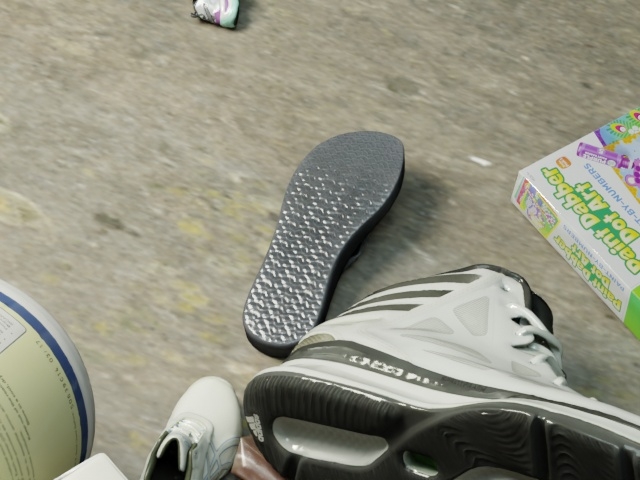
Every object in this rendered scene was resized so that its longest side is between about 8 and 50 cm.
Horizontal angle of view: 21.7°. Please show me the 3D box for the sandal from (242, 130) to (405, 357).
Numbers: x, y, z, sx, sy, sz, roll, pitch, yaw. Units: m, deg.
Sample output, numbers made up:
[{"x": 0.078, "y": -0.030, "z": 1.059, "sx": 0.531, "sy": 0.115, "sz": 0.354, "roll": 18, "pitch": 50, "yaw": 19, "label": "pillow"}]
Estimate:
[{"x": -0.001, "y": 0.000, "z": 1.566, "sx": 0.097, "sy": 0.054, "sz": 0.254, "roll": 22, "pitch": 64, "yaw": 18, "label": "sandal"}]

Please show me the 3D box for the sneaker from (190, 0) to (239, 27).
[{"x": -0.114, "y": -0.270, "z": 1.751, "sx": 0.069, "sy": 0.038, "sz": 0.098, "roll": 10, "pitch": 53, "yaw": 0, "label": "sneaker"}]

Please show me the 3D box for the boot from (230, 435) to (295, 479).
[{"x": -0.040, "y": 0.219, "z": 1.403, "sx": 0.114, "sy": 0.037, "sz": 0.106, "roll": 37, "pitch": 45, "yaw": 16, "label": "boot"}]

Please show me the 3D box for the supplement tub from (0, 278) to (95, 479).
[{"x": -0.324, "y": 0.173, "z": 1.212, "sx": 0.235, "sy": 0.235, "sz": 0.325, "roll": 20, "pitch": 22, "yaw": 8, "label": "supplement tub"}]

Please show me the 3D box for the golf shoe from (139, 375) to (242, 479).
[{"x": -0.109, "y": 0.176, "z": 1.398, "sx": 0.069, "sy": 0.086, "sz": 0.176, "roll": 14, "pitch": 52, "yaw": 7, "label": "golf shoe"}]

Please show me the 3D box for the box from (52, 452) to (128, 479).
[{"x": -0.156, "y": 0.300, "z": 1.161, "sx": 0.121, "sy": 0.311, "sz": 0.148, "roll": -31, "pitch": 63, "yaw": -25, "label": "box"}]

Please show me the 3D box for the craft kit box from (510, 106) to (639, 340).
[{"x": 0.356, "y": -0.020, "z": 1.612, "sx": 0.247, "sy": 0.061, "sz": 0.250, "roll": -30, "pitch": 62, "yaw": -21, "label": "craft kit box"}]

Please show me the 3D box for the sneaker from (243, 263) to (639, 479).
[{"x": 0.184, "y": 0.120, "z": 1.356, "sx": 0.447, "sy": 0.169, "sz": 0.257, "roll": 14, "pitch": 39, "yaw": 29, "label": "sneaker"}]
